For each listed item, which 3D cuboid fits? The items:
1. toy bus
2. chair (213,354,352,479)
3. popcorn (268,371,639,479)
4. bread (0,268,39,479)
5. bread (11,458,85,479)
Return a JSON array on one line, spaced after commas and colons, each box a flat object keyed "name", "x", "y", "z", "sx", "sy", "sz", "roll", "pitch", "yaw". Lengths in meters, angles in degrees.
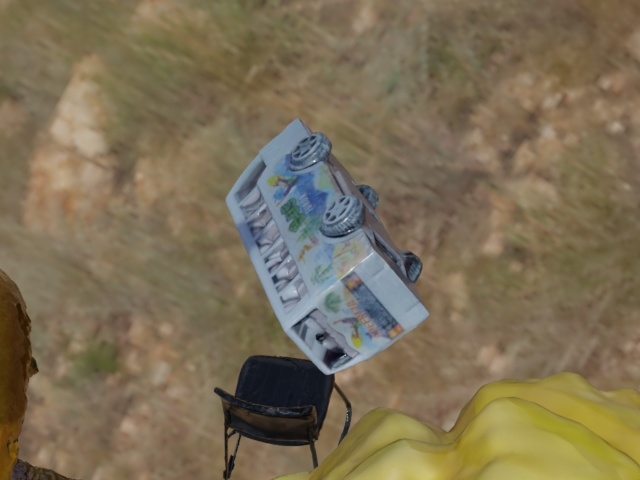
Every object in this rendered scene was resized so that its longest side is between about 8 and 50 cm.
[{"name": "toy bus", "x": 0.000, "y": 0.000, "z": 1.706, "sx": 0.136, "sy": 0.109, "sz": 0.329, "roll": -40, "pitch": 28, "yaw": 7}, {"name": "chair", "x": -0.049, "y": 0.203, "z": 2.119, "sx": 0.140, "sy": 0.221, "sz": 0.145, "roll": 9, "pitch": 58, "yaw": 12}, {"name": "popcorn", "x": 0.090, "y": 0.239, "z": 0.713, "sx": 0.349, "sy": 0.382, "sz": 0.349, "roll": -54, "pitch": 13, "yaw": 18}, {"name": "bread", "x": -0.326, "y": 0.137, "z": 1.339, "sx": 0.179, "sy": 0.194, "sz": 0.340, "roll": -19, "pitch": 57, "yaw": 54}, {"name": "bread", "x": -0.226, "y": 0.290, "z": 1.664, "sx": 0.105, "sy": 0.233, "sz": 0.076, "roll": -51, "pitch": -6, "yaw": -47}]
